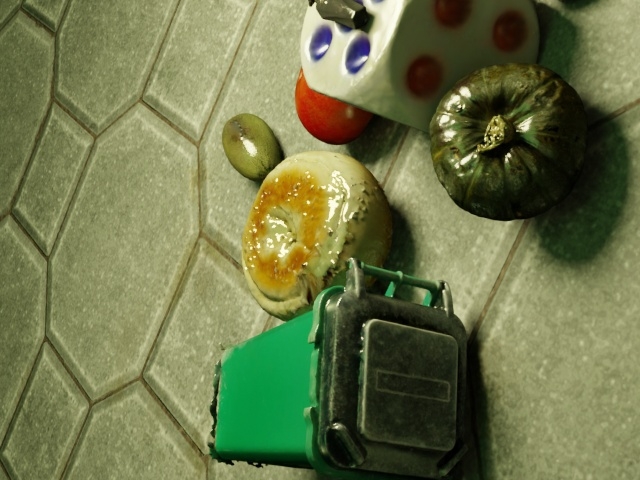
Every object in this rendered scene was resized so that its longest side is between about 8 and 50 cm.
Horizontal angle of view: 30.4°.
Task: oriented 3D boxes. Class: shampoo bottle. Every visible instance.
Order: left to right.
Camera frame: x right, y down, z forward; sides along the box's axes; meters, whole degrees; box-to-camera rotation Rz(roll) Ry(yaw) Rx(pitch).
[{"bbox_3d":[0.022,-0.333,1.675,0.137,0.027,0.048,39,110,51],"label":"shampoo bottle"}]

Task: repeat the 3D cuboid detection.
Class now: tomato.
[{"bbox_3d":[0.031,-0.255,1.945,0.195,0.136,0.195,-160,90,-80],"label":"tomato"}]

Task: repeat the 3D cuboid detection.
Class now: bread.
[{"bbox_3d":[0.000,0.000,1.899,0.305,0.158,0.306,-27,53,43],"label":"bread"}]

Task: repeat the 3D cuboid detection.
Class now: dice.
[{"bbox_3d":[0.144,-0.295,1.738,0.243,0.259,0.251,32,104,54],"label":"dice"}]

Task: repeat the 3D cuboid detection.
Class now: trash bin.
[{"bbox_3d":[0.014,0.211,1.727,0.381,0.259,0.295,-18,63,52],"label":"trash bin"}]

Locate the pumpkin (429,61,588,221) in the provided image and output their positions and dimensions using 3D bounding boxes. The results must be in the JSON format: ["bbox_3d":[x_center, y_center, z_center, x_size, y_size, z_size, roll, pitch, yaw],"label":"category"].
[{"bbox_3d":[0.254,-0.136,1.591,0.223,0.157,0.224,-4,77,16],"label":"pumpkin"}]

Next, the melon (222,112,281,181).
[{"bbox_3d":[-0.127,-0.171,2.181,0.099,0.099,0.162,-54,42,25],"label":"melon"}]
